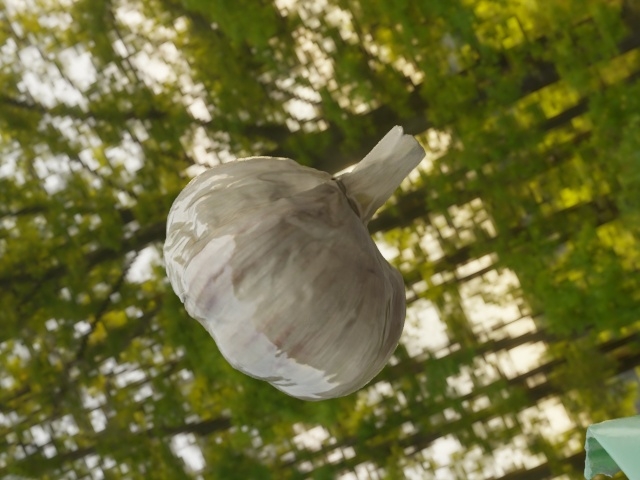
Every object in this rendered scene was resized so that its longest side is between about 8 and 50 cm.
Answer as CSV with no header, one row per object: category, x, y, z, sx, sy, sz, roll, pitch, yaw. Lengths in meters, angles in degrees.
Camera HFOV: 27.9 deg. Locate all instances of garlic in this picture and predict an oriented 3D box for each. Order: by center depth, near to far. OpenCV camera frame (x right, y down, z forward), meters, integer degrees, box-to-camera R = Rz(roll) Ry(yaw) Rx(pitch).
garlic,0.000,0.000,0.985,0.218,0.212,0.218,43,-172,-7

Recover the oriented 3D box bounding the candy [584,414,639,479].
candy,0.412,0.273,1.139,0.398,0.263,0.172,-103,3,-55
